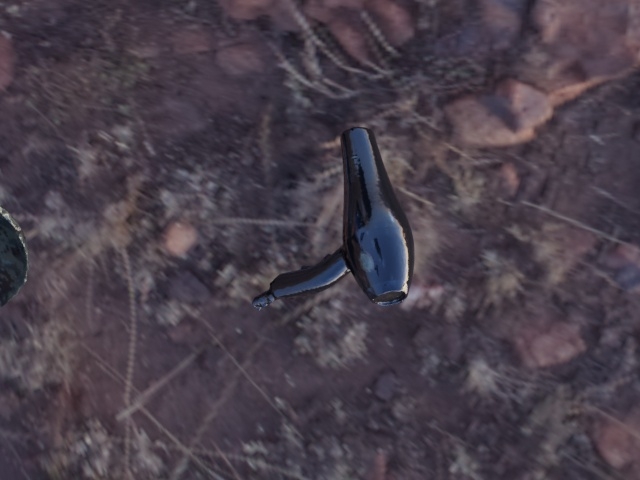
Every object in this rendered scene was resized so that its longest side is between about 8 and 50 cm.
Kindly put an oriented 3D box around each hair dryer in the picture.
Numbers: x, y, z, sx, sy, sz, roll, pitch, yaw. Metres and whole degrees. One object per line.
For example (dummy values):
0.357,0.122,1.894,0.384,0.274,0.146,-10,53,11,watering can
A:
0.000,0.000,0.661,0.083,0.079,0.031,-26,151,26,hair dryer

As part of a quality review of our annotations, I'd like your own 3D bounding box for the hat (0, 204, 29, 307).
-0.349,-0.028,1.160,0.265,0.128,0.265,-4,144,-3,hat
